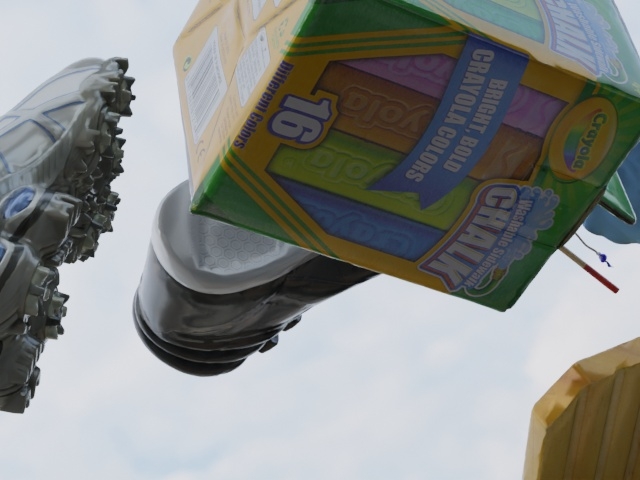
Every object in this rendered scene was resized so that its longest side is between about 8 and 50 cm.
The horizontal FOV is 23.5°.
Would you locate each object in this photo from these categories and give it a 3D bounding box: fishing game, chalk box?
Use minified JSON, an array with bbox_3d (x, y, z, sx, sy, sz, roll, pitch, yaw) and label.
[{"bbox_3d":[0.330,-0.084,1.590,0.264,0.189,0.041,-54,-3,22],"label":"fishing game"},{"bbox_3d":[0.058,-0.067,0.695,0.213,0.132,0.132,17,-54,-23],"label":"chalk box"}]

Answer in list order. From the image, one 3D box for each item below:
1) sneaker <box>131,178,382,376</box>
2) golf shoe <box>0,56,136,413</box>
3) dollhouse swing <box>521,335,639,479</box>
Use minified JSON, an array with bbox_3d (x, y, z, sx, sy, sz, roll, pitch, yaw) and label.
[{"bbox_3d":[0.000,0.000,1.008,0.296,0.104,0.147,-17,-21,-34],"label":"sneaker"},{"bbox_3d":[-0.109,-0.019,0.483,0.086,0.176,0.069,12,-64,1],"label":"golf shoe"},{"bbox_3d":[0.362,0.274,1.407,0.347,0.315,0.305,-18,-29,-21],"label":"dollhouse swing"}]
